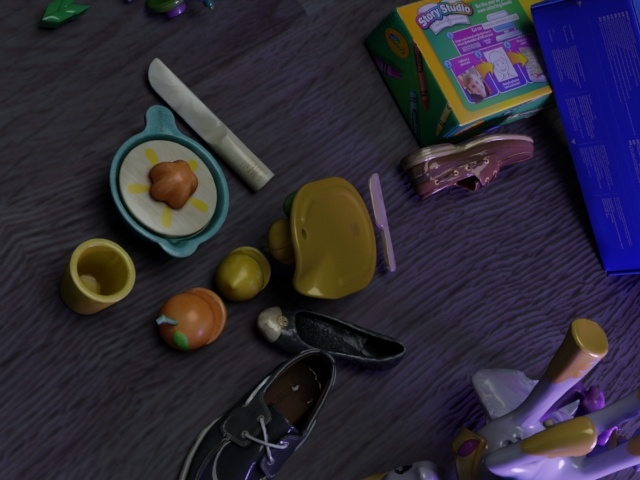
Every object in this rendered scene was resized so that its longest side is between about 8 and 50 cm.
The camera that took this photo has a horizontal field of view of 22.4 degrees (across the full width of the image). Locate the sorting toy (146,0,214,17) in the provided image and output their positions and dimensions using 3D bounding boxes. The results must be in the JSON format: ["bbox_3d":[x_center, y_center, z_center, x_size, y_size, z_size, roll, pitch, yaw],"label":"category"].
[{"bbox_3d":[-0.149,-0.281,1.843,0.102,0.061,0.042,-52,131,-29],"label":"sorting toy"}]

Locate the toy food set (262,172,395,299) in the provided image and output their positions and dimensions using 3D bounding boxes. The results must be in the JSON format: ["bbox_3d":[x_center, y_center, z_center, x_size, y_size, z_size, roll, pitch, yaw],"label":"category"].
[{"bbox_3d":[0.000,0.000,1.761,0.218,0.071,0.128,-15,91,-61],"label":"toy food set"}]

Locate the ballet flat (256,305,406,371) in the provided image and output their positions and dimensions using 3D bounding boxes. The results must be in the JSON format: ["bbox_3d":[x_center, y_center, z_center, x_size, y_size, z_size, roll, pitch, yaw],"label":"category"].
[{"bbox_3d":[0.012,0.100,1.743,0.173,0.049,0.057,15,60,-23],"label":"ballet flat"}]

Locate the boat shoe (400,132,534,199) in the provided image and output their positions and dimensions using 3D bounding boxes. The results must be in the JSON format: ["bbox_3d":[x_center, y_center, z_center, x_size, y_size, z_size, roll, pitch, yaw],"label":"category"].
[{"bbox_3d":[0.180,-0.087,1.925,0.178,0.064,0.060,-12,78,-27],"label":"boat shoe"}]

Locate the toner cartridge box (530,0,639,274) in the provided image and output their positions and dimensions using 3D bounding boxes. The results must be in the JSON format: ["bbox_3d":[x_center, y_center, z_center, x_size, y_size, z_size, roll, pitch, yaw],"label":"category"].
[{"bbox_3d":[0.375,-0.136,1.927,0.075,0.165,0.348,-23,101,-36],"label":"toner cartridge box"}]

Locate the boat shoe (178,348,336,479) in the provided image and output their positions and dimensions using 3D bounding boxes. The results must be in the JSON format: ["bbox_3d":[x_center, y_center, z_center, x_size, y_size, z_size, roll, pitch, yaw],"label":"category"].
[{"bbox_3d":[-0.063,0.197,1.637,0.084,0.079,0.233,45,55,-5],"label":"boat shoe"}]

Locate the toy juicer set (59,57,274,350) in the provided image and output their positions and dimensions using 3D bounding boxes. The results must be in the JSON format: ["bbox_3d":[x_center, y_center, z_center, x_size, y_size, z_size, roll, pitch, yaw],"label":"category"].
[{"bbox_3d":[-0.129,-0.036,1.705,0.209,0.089,0.329,28,56,-15],"label":"toy juicer set"}]

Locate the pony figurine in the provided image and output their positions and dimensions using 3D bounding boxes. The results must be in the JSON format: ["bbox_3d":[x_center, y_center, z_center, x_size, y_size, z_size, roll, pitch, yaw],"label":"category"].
[{"bbox_3d":[0.233,0.223,1.668,0.351,0.363,0.303,13,52,-42],"label":"pony figurine"}]

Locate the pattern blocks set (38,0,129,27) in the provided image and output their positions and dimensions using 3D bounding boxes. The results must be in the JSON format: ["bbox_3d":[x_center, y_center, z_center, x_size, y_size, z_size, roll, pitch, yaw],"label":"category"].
[{"bbox_3d":[-0.333,-0.384,1.795,0.285,0.026,0.325,-22,78,-35],"label":"pattern blocks set"}]

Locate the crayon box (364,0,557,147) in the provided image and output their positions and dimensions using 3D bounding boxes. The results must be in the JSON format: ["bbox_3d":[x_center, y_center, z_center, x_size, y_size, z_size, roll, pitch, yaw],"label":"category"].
[{"bbox_3d":[0.210,-0.229,1.996,0.278,0.081,0.165,-21,78,-35],"label":"crayon box"}]
